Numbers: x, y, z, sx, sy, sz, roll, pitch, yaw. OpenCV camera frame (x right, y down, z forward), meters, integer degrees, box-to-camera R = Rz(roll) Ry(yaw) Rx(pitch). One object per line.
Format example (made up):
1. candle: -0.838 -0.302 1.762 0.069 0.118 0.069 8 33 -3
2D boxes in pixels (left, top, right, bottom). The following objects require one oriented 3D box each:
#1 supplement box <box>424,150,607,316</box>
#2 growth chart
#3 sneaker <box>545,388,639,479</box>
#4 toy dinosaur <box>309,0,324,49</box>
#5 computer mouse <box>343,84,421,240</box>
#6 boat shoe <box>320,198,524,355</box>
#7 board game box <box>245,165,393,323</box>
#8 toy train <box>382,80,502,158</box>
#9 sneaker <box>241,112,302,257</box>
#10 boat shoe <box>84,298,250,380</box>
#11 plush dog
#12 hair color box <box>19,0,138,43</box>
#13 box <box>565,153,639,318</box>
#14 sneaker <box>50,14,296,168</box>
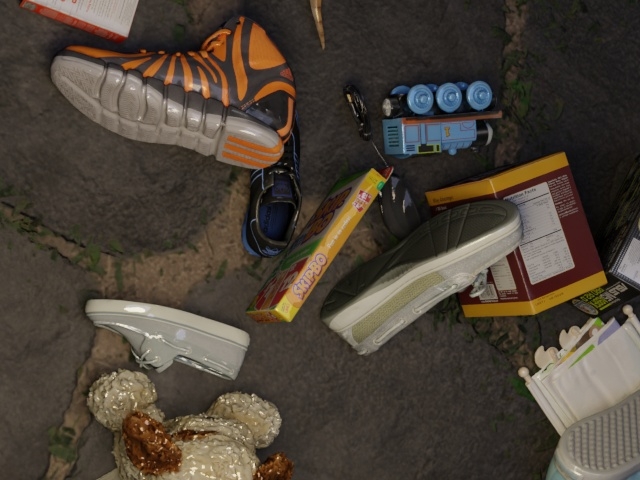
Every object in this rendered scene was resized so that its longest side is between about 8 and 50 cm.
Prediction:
1. supplement box: 0.271 -0.005 1.808 0.129 0.191 0.194 -20 94 -23
2. growth chart: 0.419 0.200 1.944 0.237 0.021 0.172 -29 96 -21
3. sneaker: 0.472 0.318 1.917 0.365 0.150 0.135 -8 46 -29
4. toy dinosaur: 0.000 -0.391 1.799 0.112 0.064 0.212 23 78 -20
5. computer mouse: 0.079 -0.104 1.807 0.041 0.071 0.242 -25 94 -11
6. boat shoe: 0.146 0.052 1.721 0.103 0.320 0.118 47 27 -20
7. board game box: 0.000 0.000 1.735 0.039 0.124 0.259 41 72 -13
8. toy train: 0.174 -0.174 1.847 0.184 0.080 0.105 -6 97 -24
9. sneaker: -0.058 -0.092 1.737 0.081 0.090 0.232 5 84 -21
10. boat shoe: -0.200 0.132 1.669 0.227 0.079 0.081 17 75 -23
11. plush dog: -0.162 0.280 1.593 0.262 0.225 0.211 15 80 -20
12. hair color box: -0.313 -0.317 1.678 0.141 0.043 0.072 19 79 -21
13. box: 0.467 -0.030 1.874 0.060 0.216 0.270 30 74 1
14. sneaker: -0.184 -0.221 1.695 0.321 0.124 0.180 20 62 -11
